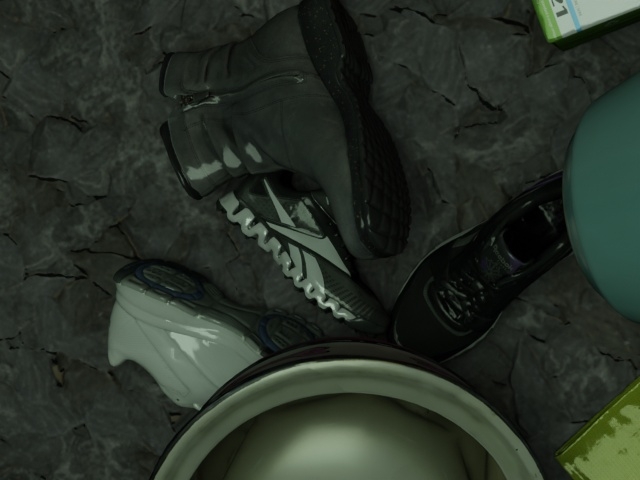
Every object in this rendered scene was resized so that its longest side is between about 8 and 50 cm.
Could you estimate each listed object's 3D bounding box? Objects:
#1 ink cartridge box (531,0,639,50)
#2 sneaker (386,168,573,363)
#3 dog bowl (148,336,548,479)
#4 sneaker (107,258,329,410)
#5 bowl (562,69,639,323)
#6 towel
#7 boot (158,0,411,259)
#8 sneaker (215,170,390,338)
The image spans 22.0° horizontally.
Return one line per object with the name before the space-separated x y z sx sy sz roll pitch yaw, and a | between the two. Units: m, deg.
ink cartridge box | 0.319 -0.324 1.634 0.255 0.097 0.188 -21 86 15
sneaker | 0.168 0.023 1.668 0.283 0.124 0.107 -42 81 12
dog bowl | 0.027 0.277 1.645 0.408 0.150 0.408 0 108 0
sneaker | -0.097 0.129 1.767 0.297 0.111 0.129 26 115 15
bowl | 0.341 -0.039 1.559 0.163 0.311 0.311 -11 89 36
towel | 0.357 0.179 1.677 0.237 0.021 0.102 -44 80 12
boot | -0.043 -0.087 1.690 0.223 0.118 0.338 -24 51 15
sneaker | 0.000 0.000 1.729 0.234 0.078 0.106 44 99 19
